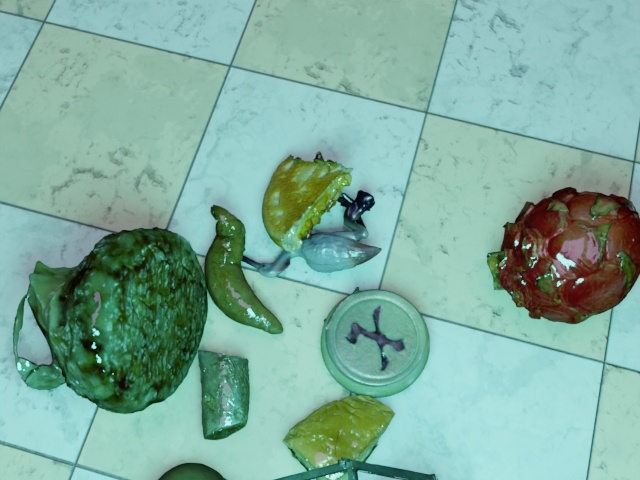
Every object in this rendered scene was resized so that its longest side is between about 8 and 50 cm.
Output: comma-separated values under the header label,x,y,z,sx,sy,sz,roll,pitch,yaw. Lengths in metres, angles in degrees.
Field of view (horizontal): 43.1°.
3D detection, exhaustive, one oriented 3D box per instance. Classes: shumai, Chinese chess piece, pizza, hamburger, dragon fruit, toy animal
label,x,y,z,sx,sy,sz,roll,pitch,yaw
shumai,-0.439,0.139,1.606,0.348,0.395,0.395,6,65,25
Chinese chess piece,0.110,0.211,1.687,0.237,0.092,0.238,-1,67,1
pizza,-0.022,-0.097,1.773,0.228,0.081,0.290,-28,36,17
hamburger,0.045,0.377,1.587,0.207,0.135,0.155,-42,78,-11
dragon fruit,0.518,0.031,1.670,0.342,0.277,0.277,-17,68,-1
toy animal,-0.001,0.020,1.771,0.324,0.090,0.195,-32,46,-7

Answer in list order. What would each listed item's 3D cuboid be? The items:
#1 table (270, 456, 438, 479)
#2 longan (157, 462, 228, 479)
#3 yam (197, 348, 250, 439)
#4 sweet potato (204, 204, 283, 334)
label,x,y,z,sx,sy,sz,roll,pitch,yaw
table,0.002,0.517,1.350,0.335,0.272,0.222,-25,59,31
longan,-0.237,0.526,1.501,0.196,0.196,0.220,-27,74,-11
yam,-0.194,0.308,1.644,0.107,0.107,0.183,-3,71,-1
sweet potato,-0.189,0.074,1.739,0.124,0.098,0.310,-25,78,22
